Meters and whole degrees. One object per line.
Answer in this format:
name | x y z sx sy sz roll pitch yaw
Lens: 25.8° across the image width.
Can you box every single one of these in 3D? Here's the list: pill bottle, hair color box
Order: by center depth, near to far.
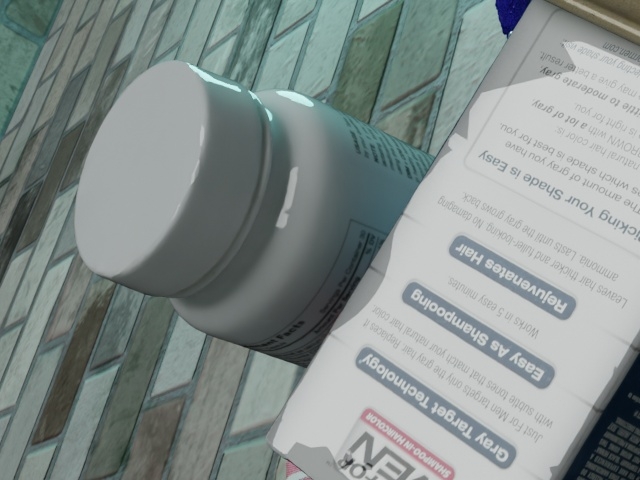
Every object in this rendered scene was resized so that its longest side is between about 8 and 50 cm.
hair color box | 0.138 0.015 0.759 0.174 0.105 0.347 33 91 41
pill bottle | 0.000 0.000 0.883 0.160 0.283 0.160 -28 51 41

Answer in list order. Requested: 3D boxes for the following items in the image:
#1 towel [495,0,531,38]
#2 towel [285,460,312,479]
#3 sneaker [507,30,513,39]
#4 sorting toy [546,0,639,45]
towel | 0.182 -0.324 1.000 0.308 0.076 0.227 101 -175 -47
towel | 0.017 0.161 1.011 0.144 0.029 0.197 -45 28 31
sneaker | 0.226 -0.205 0.902 0.111 0.129 0.297 -3 59 64
sorting toy | 0.247 -0.173 0.656 0.307 0.041 0.229 36 97 38
